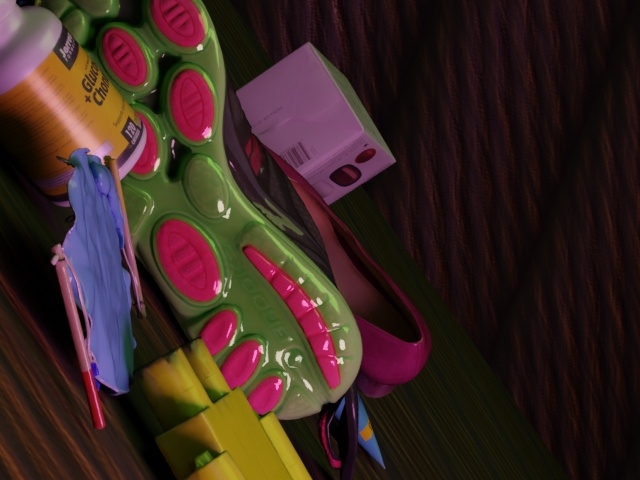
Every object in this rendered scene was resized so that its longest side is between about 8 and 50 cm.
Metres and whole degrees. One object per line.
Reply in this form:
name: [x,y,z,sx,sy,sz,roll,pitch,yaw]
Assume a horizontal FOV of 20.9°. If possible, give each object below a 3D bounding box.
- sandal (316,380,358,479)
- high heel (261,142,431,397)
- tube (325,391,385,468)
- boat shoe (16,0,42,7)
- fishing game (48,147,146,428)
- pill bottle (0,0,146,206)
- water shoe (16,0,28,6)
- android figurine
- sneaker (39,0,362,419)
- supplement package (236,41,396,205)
sandal: [0.015,0.194,1.708,0.179,0.040,0.067,93,-1,-46]
high heel: [0.000,0.000,1.966,0.377,0.127,0.181,51,-23,9]
tube: [0.021,0.175,1.974,0.207,0.052,0.080,57,12,-40]
boat shoe: [-0.291,-0.237,1.695,0.135,0.050,0.045,62,4,38]
fishing game: [-0.170,0.023,1.282,0.264,0.041,0.189,-87,167,-71]
pill bottle: [-0.231,-0.122,1.399,0.184,0.103,0.103,52,9,-31]
water shoe: [-0.261,-0.227,1.448,0.203,0.073,0.080,18,-28,35]
android figurine: [-0.048,0.202,1.336,0.273,0.056,0.248,59,7,3]
sneaker: [-0.124,-0.055,1.630,0.202,0.185,0.483,-118,-176,-83]
supplement package: [-0.033,-0.133,2.329,0.149,0.194,0.203,59,9,15]
